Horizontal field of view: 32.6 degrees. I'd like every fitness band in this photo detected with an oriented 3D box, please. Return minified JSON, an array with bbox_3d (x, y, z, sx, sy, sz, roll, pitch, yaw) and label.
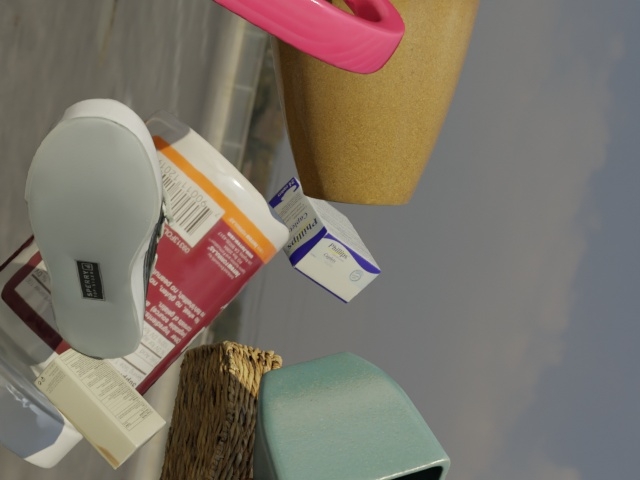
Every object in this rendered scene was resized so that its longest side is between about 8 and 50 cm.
[{"bbox_3d":[-0.059,-0.238,0.934,0.054,0.290,0.209,-56,-160,24],"label":"fitness band"}]

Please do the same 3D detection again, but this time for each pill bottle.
[{"bbox_3d":[-0.243,0.059,1.276,0.392,0.224,0.224,-46,-177,-5],"label":"pill bottle"}]

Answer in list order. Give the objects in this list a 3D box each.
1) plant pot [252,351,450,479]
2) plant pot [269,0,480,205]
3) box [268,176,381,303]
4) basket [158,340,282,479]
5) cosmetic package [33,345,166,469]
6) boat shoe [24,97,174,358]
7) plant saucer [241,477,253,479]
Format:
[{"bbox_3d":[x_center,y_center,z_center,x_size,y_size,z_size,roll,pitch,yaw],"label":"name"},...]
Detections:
[{"bbox_3d":[0.014,0.314,1.629,0.247,0.247,0.252,98,-26,-49],"label":"plant pot"},{"bbox_3d":[0.049,-0.171,1.179,0.237,0.237,0.254,-109,-158,-80],"label":"plant pot"},{"bbox_3d":[0.000,0.000,1.525,0.072,0.126,0.137,-44,-138,12],"label":"box"},{"bbox_3d":[-0.138,0.353,2.019,0.213,0.223,0.299,-19,-125,50],"label":"basket"},{"bbox_3d":[-0.209,0.155,1.039,0.041,0.115,0.060,-46,174,26],"label":"cosmetic package"},{"bbox_3d":[-0.181,-0.022,0.954,0.306,0.113,0.105,94,3,-49],"label":"boat shoe"},{"bbox_3d":[-0.180,0.499,1.592,0.258,0.047,0.259,-57,-167,14],"label":"plant saucer"}]
